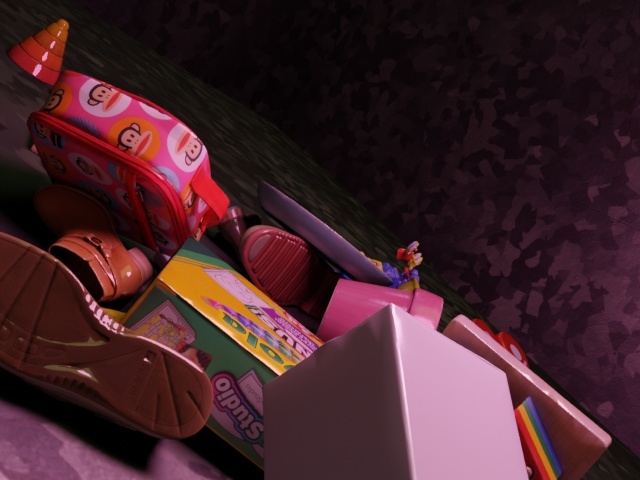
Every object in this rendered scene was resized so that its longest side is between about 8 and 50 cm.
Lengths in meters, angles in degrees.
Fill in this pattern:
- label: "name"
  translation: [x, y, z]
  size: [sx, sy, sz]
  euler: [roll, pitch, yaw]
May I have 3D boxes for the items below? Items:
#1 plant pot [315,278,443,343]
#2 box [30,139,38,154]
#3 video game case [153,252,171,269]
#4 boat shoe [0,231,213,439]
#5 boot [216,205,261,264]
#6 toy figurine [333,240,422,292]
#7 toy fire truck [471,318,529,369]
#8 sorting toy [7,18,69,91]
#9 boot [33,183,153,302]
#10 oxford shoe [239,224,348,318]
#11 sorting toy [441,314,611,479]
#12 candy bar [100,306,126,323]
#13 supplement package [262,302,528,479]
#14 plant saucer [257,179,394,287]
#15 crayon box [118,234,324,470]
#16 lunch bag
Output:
- label: "plant pot"
  translation: [0.091, 0.157, 1.614]
  size: [0.180, 0.201, 0.201]
  euler: [23, 9, 2]
- label: "box"
  translation: [-0.395, -0.128, 1.599]
  size: [0.201, 0.021, 0.164]
  euler: [34, 10, -23]
- label: "video game case"
  translation: [-0.142, 0.101, 1.429]
  size: [0.183, 0.023, 0.201]
  euler: [30, 10, -49]
- label: "boat shoe"
  translation: [-0.245, 0.098, 0.897]
  size: [0.302, 0.109, 0.098]
  euler: [35, -30, -18]
- label: "boot"
  translation: [-0.145, 0.005, 1.837]
  size: [0.106, 0.082, 0.219]
  euler: [66, 7, 11]
- label: "toy figurine"
  translation: [0.113, 0.118, 2.164]
  size: [0.217, 0.191, 0.362]
  euler: [8, 20, -1]
- label: "toy fire truck"
  translation: [0.324, 0.314, 1.860]
  size: [0.302, 0.169, 0.254]
  euler: [25, 35, -51]
- label: "sorting toy"
  translation: [-0.478, -0.329, 1.926]
  size: [0.365, 0.126, 0.127]
  euler: [41, 9, 19]
- label: "boot"
  translation: [-0.306, 0.001, 1.179]
  size: [0.197, 0.073, 0.152]
  euler: [37, 13, 5]
- label: "oxford shoe"
  translation: [-0.070, 0.045, 1.741]
  size: [0.130, 0.123, 0.348]
  euler: [42, -1, 33]
- label: "sorting toy"
  translation: [0.204, 0.282, 1.269]
  size: [0.255, 0.257, 0.089]
  euler: [40, 30, 19]
- label: "candy bar"
  translation: [-0.247, 0.094, 1.106]
  size: [0.040, 0.018, 0.161]
  euler: [43, 11, 30]
- label: "supplement package"
  translation: [0.070, 0.239, 0.819]
  size: [0.175, 0.177, 0.293]
  euler: [32, 37, -32]
- label: "plant saucer"
  translation: [0.000, 0.000, 1.771]
  size: [0.317, 0.044, 0.317]
  euler: [37, -3, 2]
- label: "crayon box"
  translation: [-0.062, 0.163, 1.138]
  size: [0.363, 0.106, 0.313]
  euler: [39, 4, -7]
- label: "lunch bag"
  translation: [-0.243, -0.087, 1.281]
  size: [0.258, 0.120, 0.293]
  euler: [26, -20, 9]
